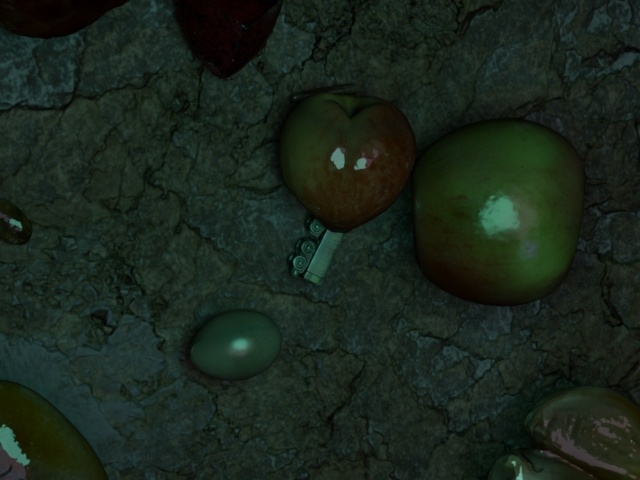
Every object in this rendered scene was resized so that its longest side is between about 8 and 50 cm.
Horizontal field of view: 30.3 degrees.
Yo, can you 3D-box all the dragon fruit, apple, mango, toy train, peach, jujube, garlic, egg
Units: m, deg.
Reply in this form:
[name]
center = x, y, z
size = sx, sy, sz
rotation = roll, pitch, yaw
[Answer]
[dragon fruit]
center = -0.155, -0.350, 1.836
size = 0.161, 0.120, 0.127
rotation = 39, 128, 3
[apple]
center = 0.278, -0.045, 1.917
size = 0.277, 0.319, 0.319
rotation = 7, 97, 5
[mango]
center = -0.444, 0.372, 1.792
size = 0.221, 0.199, 0.384
rotation = -35, 121, -17
[toy train]
center = 0.000, 0.000, 1.964
size = 0.071, 0.038, 0.148
rotation = 27, 89, -24
[peach]
center = 0.039, -0.120, 1.881
size = 0.233, 0.232, 0.232
rotation = -3, 100, -19
[jujube]
center = -0.333, -0.425, 1.701
size = 0.342, 0.216, 0.216
rotation = -36, 109, -23
[garlic]
center = 0.455, 0.410, 2.106
size = 0.313, 0.249, 0.286
rotation = 18, 110, -2
[egg]
center = -0.136, 0.169, 1.903
size = 0.152, 0.114, 0.114
rotation = -9, 102, -19

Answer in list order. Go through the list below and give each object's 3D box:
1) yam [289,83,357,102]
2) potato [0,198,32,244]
[yam]
center = 0.005, -0.240, 1.934
size = 0.116, 0.021, 0.021
rotation = -10, 102, -18
[potato]
center = -0.472, -0.028, 1.790
size = 0.051, 0.040, 0.083
rotation = -49, 112, -12
